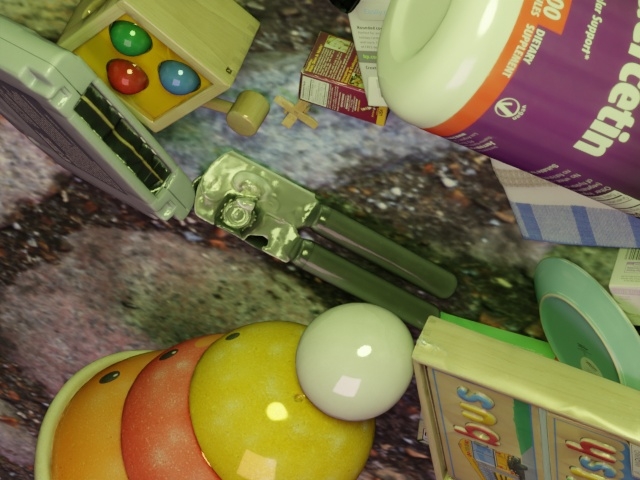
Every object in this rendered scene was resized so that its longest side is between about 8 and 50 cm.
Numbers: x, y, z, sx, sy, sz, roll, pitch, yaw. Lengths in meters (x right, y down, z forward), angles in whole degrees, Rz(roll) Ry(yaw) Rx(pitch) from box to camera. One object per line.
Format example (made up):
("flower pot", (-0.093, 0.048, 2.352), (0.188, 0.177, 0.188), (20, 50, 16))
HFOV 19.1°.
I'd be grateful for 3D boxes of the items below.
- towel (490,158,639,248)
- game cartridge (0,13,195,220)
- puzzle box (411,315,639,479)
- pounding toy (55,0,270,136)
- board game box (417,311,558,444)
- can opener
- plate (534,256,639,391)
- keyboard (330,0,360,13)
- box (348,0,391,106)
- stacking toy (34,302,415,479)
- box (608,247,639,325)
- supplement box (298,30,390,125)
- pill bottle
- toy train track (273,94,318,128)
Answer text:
("towel", (0.237, -0.086, 1.682), (0.209, 0.034, 0.285), (4, 142, 27))
("game cartridge", (-0.251, -0.127, 1.793), (0.196, 0.060, 0.294), (24, 166, 30))
("puzzle box", (0.240, 0.232, 1.961), (0.272, 0.052, 0.409), (20, 155, 20))
("pounding toy", (-0.138, -0.149, 1.754), (0.206, 0.094, 0.181), (38, 143, -22))
("board game box", (0.266, 0.193, 2.043), (0.317, 0.046, 0.213), (16, 147, 10))
("can opener", (0.000, 0.000, 1.926), (0.283, 0.076, 0.095), (28, 178, -9))
("plate", (0.260, 0.102, 1.843), (0.188, 0.024, 0.188), (50, 160, 26))
("keyboard", (0.060, -0.257, 1.501), (0.100, 0.038, 0.192), (54, 134, 17))
("box", (0.094, -0.194, 1.575), (0.145, 0.038, 0.186), (4, 130, 25))
("stacking toy", (-0.053, 0.195, 2.012), (0.350, 0.350, 0.480), (34, 135, -17))
("box", (0.426, 0.044, 1.725), (0.324, 0.067, 0.063), (1, 142, 27))
("supplement box", (0.028, -0.145, 1.700), (0.083, 0.055, 0.043), (19, 146, 7))
("pill bottle", (0.217, -0.124, 1.440), (0.323, 0.181, 0.181), (20, 149, -21))
("toy train track", (-0.013, -0.133, 1.779), (0.048, 0.014, 0.083), (35, 139, -6))
